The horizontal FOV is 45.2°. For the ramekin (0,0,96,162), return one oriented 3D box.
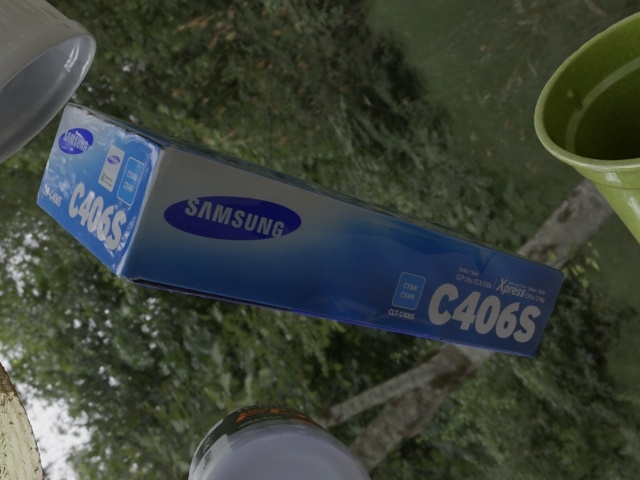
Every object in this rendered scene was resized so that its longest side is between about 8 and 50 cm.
[{"bbox_3d":[-0.341,-0.171,0.787,0.109,0.207,0.207,44,-178,-6],"label":"ramekin"}]

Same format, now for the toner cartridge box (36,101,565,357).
[{"bbox_3d":[0.000,0.000,0.545,0.347,0.075,0.165,15,-174,-38],"label":"toner cartridge box"}]

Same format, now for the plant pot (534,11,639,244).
[{"bbox_3d":[0.428,-0.096,0.890,0.254,0.276,0.276,50,-176,-32],"label":"plant pot"}]

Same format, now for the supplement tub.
[{"bbox_3d":[-0.059,0.311,0.937,0.207,0.207,0.338,57,168,0],"label":"supplement tub"}]

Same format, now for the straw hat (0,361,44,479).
[{"bbox_3d":[-0.187,0.110,0.344,0.061,0.144,0.145,-8,-122,-49],"label":"straw hat"}]
